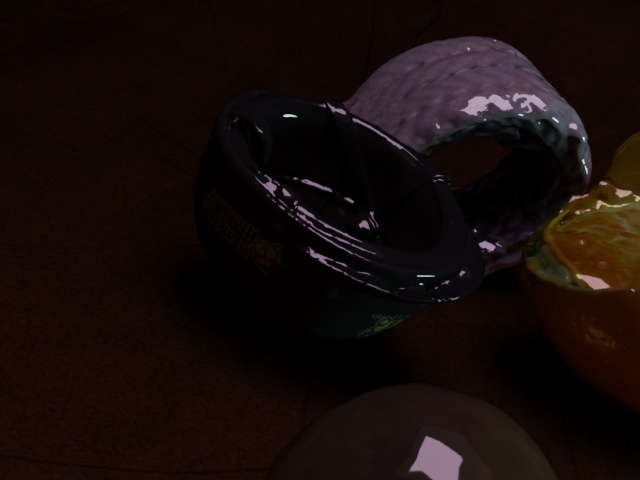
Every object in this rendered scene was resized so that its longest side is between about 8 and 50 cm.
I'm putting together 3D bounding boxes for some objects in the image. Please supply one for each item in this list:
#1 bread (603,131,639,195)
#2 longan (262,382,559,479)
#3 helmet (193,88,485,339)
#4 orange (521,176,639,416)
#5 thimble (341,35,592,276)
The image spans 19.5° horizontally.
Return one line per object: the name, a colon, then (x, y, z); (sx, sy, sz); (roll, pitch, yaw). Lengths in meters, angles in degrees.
bread: (0.400, -0.047, 2.128); (0.166, 0.112, 0.383); (23, 22, 9)
longan: (0.060, 0.206, 1.153); (0.215, 0.246, 0.246); (12, 14, 38)
helmet: (0.000, 0.000, 1.633); (0.230, 0.160, 0.279); (-8, 50, -48)
orange: (0.343, 0.074, 1.706); (0.334, 0.196, 0.262); (13, 9, -26)
thimble: (0.141, -0.082, 1.861); (0.245, 0.217, 0.157); (-3, 28, -16)
